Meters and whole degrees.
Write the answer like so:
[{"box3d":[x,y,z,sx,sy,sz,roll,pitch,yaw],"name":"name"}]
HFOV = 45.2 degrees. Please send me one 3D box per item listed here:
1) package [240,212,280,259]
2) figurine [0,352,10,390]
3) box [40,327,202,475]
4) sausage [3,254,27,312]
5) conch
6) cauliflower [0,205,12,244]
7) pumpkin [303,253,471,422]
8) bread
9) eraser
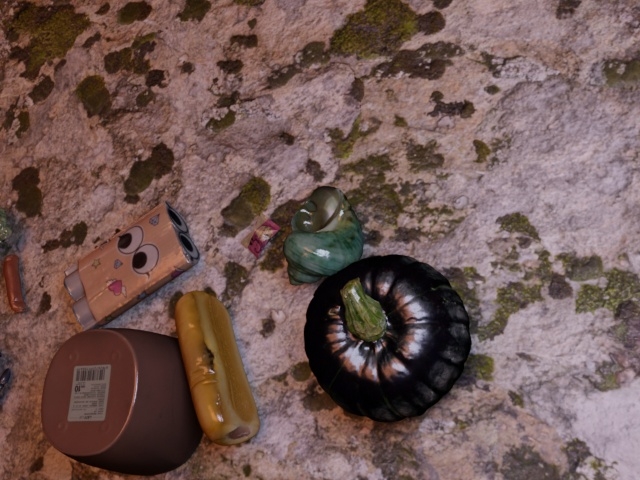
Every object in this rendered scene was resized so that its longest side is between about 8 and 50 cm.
[{"box3d":[-0.127,-0.010,1.612,0.059,0.029,0.083,40,101,23],"name":"package"},{"box3d":[-0.829,0.319,1.738,0.265,0.175,0.197,-49,65,11],"name":"figurine"},{"box3d":[-0.390,0.307,1.516,0.301,0.216,0.301,-9,67,21],"name":"box"},{"box3d":[-0.733,0.105,1.842,0.042,0.036,0.158,-31,63,20],"name":"sausage"},{"box3d":[0.002,-0.001,1.487,0.176,0.122,0.188,36,66,28],"name":"conch"},{"box3d":[-0.874,0.028,1.846,0.239,0.256,0.315,3,109,31],"name":"cauliflower"},{"box3d":[0.104,0.159,1.309,0.296,0.296,0.296,-8,69,22],"name":"pumpkin"},{"box3d":[-0.209,0.247,1.495,0.091,0.142,0.305,-29,60,15],"name":"bread"},{"box3d":[-0.414,0.063,1.682,0.290,0.087,0.171,-33,61,10],"name":"eraser"}]
